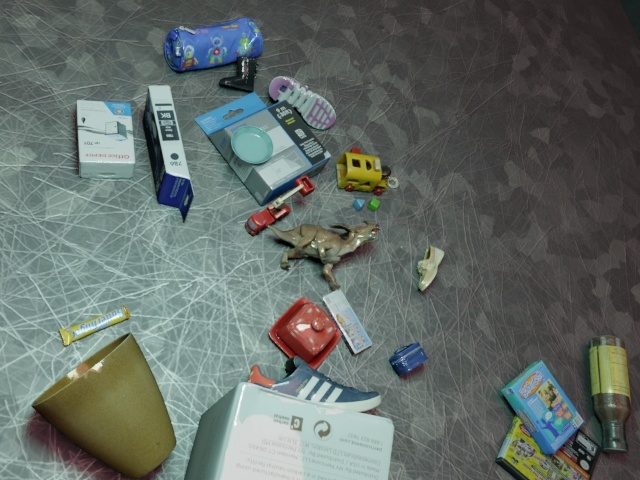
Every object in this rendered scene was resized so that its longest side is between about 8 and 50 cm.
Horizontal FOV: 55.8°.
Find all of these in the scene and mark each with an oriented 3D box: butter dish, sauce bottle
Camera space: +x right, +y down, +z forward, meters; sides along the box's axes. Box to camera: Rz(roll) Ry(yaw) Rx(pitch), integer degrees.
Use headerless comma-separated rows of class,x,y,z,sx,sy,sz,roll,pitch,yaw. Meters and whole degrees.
butter dish,-0.024,0.230,1.564,0.160,0.118,0.160,44,57,2
sauce bottle,0.883,0.468,1.845,0.111,0.111,0.344,19,62,-14

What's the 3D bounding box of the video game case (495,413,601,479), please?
video game case,0.653,0.607,1.721,0.275,0.035,0.248,40,57,-2

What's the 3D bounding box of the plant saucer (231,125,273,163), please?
plant saucer,-0.189,-0.260,1.664,0.119,0.021,0.119,8,65,-18

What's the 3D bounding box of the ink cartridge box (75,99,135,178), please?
ink cartridge box,-0.567,-0.266,1.595,0.139,0.082,0.191,-2,65,-24

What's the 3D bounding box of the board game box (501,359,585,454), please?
board game box,0.636,0.473,1.727,0.160,0.047,0.210,-27,79,-31

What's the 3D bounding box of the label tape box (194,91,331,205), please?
label tape box,-0.169,-0.300,1.767,0.240,0.106,0.334,-34,82,-33

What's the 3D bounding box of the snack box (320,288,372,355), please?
snack box,0.071,0.223,1.664,0.064,0.022,0.178,-23,76,-31

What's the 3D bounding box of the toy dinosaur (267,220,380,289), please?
toy dinosaur,0.000,0.000,1.691,0.295,0.127,0.200,19,52,0

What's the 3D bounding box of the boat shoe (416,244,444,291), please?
boat shoe,0.319,0.081,1.821,0.059,0.063,0.170,34,48,-2

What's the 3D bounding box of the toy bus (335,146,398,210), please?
toy bus,0.148,-0.210,1.860,0.191,0.104,0.202,44,57,1

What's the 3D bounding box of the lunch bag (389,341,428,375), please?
lunch bag,0.237,0.323,1.660,0.098,0.067,0.065,-24,76,-29

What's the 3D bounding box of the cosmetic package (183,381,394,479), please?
cosmetic package,-0.095,0.517,1.229,0.329,0.394,0.327,18,60,-14

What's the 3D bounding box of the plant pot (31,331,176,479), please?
plant pot,-0.429,0.368,1.280,0.237,0.237,0.254,-38,100,-33

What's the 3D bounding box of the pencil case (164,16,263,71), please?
pencil case,-0.322,-0.599,1.834,0.306,0.133,0.119,-22,53,-31

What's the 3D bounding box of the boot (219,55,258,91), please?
boot,-0.248,-0.513,1.849,0.121,0.045,0.099,4,96,-28

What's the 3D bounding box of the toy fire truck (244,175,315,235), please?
toy fire truck,-0.113,-0.095,1.673,0.192,0.135,0.047,-34,82,-32

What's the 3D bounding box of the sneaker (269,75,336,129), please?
sneaker,-0.052,-0.444,1.902,0.236,0.095,0.104,32,22,-18

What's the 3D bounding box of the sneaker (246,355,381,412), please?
sneaker,-0.014,0.359,1.496,0.350,0.131,0.148,4,69,-21

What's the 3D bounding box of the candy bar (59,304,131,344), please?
candy bar,-0.528,0.196,1.423,0.161,0.018,0.040,-22,76,-29

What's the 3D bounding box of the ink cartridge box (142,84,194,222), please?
ink cartridge box,-0.406,-0.225,1.594,0.065,0.165,0.333,-8,68,-26
